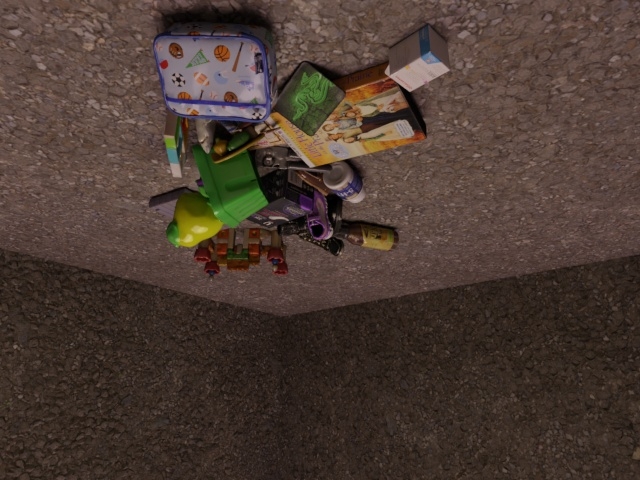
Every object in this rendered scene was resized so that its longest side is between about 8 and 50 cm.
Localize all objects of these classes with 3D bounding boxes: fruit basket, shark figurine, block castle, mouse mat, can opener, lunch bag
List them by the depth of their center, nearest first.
[{"bbox_3d":[-0.250,-0.413,1.262,0.303,0.115,0.243,7,130,7],"label":"lunch bag"},{"bbox_3d":[-0.036,-0.398,1.430,0.152,0.007,0.189,35,132,-13],"label":"mouse mat"},{"bbox_3d":[-0.293,-0.410,1.475,0.116,0.166,0.278,-14,156,-45],"label":"shark figurine"},{"bbox_3d":[-0.380,-0.150,1.733,0.391,0.283,0.392,-19,175,-2],"label":"fruit basket"},{"bbox_3d":[-0.098,-0.292,1.804,0.283,0.076,0.095,5,-169,-11],"label":"can opener"},{"bbox_3d":[-0.400,0.090,2.598,0.452,0.213,0.303,1,159,2],"label":"block castle"}]

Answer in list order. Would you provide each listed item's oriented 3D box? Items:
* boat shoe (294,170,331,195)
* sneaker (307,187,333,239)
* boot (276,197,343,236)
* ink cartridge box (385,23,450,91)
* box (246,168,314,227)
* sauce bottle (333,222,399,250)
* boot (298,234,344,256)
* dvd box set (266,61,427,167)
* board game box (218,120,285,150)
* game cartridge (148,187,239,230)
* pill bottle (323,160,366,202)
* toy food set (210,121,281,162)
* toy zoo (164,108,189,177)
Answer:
[{"bbox_3d":[-0.017,-0.242,1.916,0.073,0.073,0.207,-48,145,13],"label":"boat shoe"},{"bbox_3d":[-0.021,-0.105,2.047,0.095,0.237,0.104,-12,-167,26],"label":"sneaker"},{"bbox_3d":[-0.053,-0.094,2.208,0.259,0.131,0.348,6,159,-13],"label":"boot"},{"bbox_3d":[0.242,-0.458,1.282,0.143,0.090,0.092,-19,152,41],"label":"ink cartridge box"},{"bbox_3d":[-0.172,-0.166,2.001,0.270,0.144,0.165,-18,151,40],"label":"box"},{"bbox_3d":[0.209,-0.023,2.411,0.344,0.112,0.111,9,158,-24],"label":"sauce bottle"},{"bbox_3d":[-0.001,0.001,2.408,0.178,0.085,0.236,16,-167,-26],"label":"boot"},{"bbox_3d":[0.079,-0.367,1.543,0.420,0.062,0.307,-9,152,26],"label":"dvd box set"},{"bbox_3d":[-0.215,-0.365,1.616,0.146,0.045,0.193,-7,158,20],"label":"board game box"},{"bbox_3d":[-0.552,-0.128,2.249,0.230,0.068,0.355,-16,154,28],"label":"game cartridge"},{"bbox_3d":[0.099,-0.215,1.907,0.111,0.112,0.186,-10,157,28],"label":"pill bottle"},{"bbox_3d":[-0.242,-0.313,1.508,0.128,0.217,0.071,11,132,59],"label":"toy food set"},{"bbox_3d":[-0.434,-0.323,1.531,0.030,0.193,0.293,5,160,-9],"label":"toy zoo"}]
